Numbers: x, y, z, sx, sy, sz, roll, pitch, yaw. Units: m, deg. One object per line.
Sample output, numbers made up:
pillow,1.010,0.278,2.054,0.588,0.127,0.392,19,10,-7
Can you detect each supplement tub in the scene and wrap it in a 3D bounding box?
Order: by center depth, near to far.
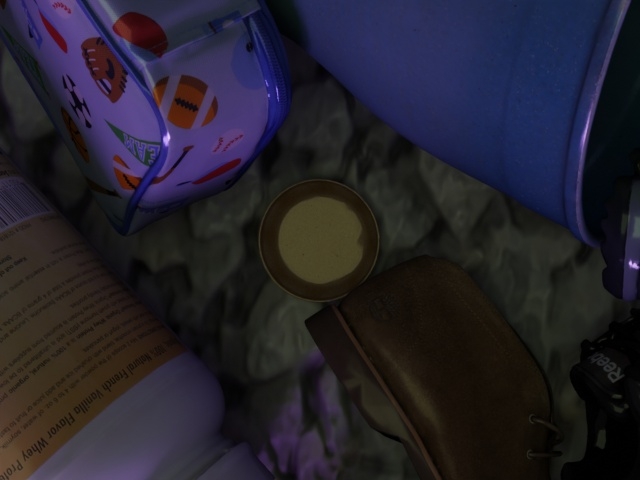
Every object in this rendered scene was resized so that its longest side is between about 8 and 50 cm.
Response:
supplement tub,-0.204,0.103,0.933,0.228,0.228,0.316,-45,83,9

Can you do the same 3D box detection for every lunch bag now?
lunch bag,-0.145,-0.162,0.923,0.115,0.243,0.303,-27,84,-20

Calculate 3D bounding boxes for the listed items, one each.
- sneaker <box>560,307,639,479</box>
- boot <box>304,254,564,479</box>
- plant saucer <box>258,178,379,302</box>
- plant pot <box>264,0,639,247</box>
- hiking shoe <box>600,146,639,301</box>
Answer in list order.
sneaker,0.231,0.068,0.899,0.135,0.097,0.276,22,93,-15
boot,0.120,0.146,0.940,0.115,0.112,0.305,-34,83,-1
plant saucer,0.000,0.000,0.999,0.083,0.015,0.083,0,91,11
plant pot,0.101,-0.168,0.866,0.255,0.271,0.271,24,96,24
hiking shoe,0.278,-0.065,0.851,0.132,0.113,0.304,25,66,23
